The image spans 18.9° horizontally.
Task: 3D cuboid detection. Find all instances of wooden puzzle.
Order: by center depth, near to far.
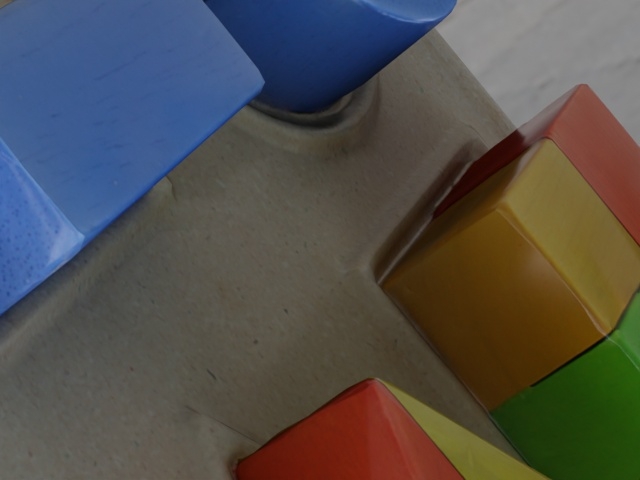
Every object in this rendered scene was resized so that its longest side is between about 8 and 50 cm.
[{"bbox_3d":[0.000,0.000,0.478,0.080,0.348,0.322,-42,-176,33],"label":"wooden puzzle"}]
